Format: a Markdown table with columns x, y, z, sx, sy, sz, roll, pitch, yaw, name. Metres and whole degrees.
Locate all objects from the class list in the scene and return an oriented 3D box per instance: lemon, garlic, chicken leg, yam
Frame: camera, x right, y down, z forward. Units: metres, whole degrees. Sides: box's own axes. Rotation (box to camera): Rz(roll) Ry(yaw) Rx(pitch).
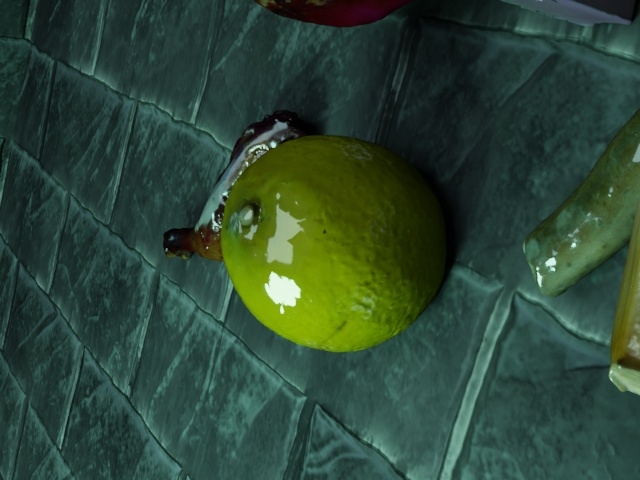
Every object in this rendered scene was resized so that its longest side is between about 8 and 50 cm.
| x | y | z | sx | sy | sz | roll | pitch | yaw | name |
| --- | --- | --- | --- | --- | --- | --- | --- | --- | --- |
| 0.000 | 0.000 | 0.973 | 0.240 | 0.219 | 0.241 | -18 | 67 | 50 | lemon |
| 0.277 | 0.014 | 0.672 | 0.115 | 0.128 | 0.207 | -98 | 9 | -86 | garlic |
| -0.136 | -0.043 | 1.280 | 0.407 | 0.095 | 0.158 | -41 | 49 | 47 | chicken leg |
| 0.275 | -0.071 | 0.726 | 0.317 | 0.067 | 0.071 | -54 | 20 | 34 | yam |

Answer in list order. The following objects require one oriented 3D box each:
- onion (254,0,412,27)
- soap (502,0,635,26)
| x | y | z | sx | sy | sz | roll | pitch | yaw | name |
| --- | --- | --- | --- | --- | --- | --- | --- | --- | --- |
| 0.024 | -0.398 | 0.960 | 0.385 | 0.347 | 0.348 | -82 | 6 | -79 | onion |
| 0.232 | -0.297 | 0.773 | 0.065 | 0.122 | 0.203 | 19 | 101 | 54 | soap |
